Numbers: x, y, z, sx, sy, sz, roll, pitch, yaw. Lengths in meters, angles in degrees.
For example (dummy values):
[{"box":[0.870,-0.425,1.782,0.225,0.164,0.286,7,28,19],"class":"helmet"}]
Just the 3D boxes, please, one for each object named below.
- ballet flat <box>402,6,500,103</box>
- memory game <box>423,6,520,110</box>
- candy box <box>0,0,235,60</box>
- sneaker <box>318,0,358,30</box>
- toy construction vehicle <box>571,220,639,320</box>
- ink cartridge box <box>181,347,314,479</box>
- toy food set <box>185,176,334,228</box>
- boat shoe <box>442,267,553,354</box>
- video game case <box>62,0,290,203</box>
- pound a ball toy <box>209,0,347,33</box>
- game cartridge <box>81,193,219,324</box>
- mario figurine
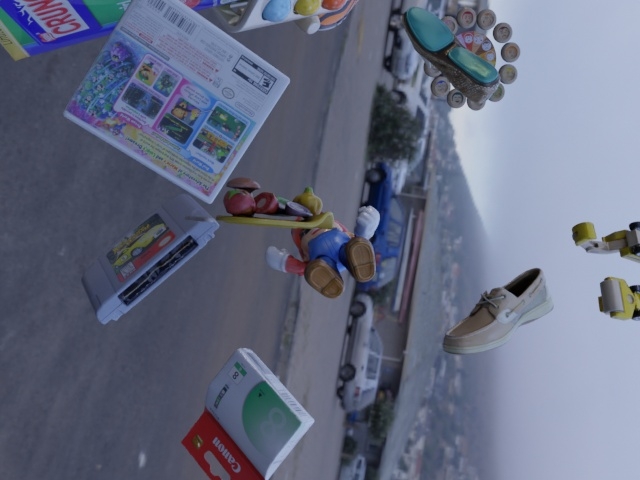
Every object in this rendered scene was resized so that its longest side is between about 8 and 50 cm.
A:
[{"box":[0.198,-0.288,1.153,0.073,0.206,0.067,-29,153,-19],"class":"ballet flat"},{"box":[0.275,-0.327,1.312,0.012,0.186,0.186,-131,-132,-76],"class":"memory game"},{"box":[-0.256,-0.345,0.842,0.268,0.317,0.122,139,-66,-82],"class":"candy box"},{"box":[0.081,-0.589,1.562,0.180,0.124,0.321,-22,-153,55],"class":"sneaker"},{"box":[0.223,0.032,0.517,0.035,0.098,0.086,-33,-126,52],"class":"toy construction vehicle"},{"box":[-0.140,0.327,1.239,0.225,0.181,0.056,-52,152,9],"class":"ink cartridge box"},{"box":[-0.085,-0.057,1.089,0.128,0.217,0.071,-171,-95,-72],"class":"toy food set"},{"box":[0.360,0.143,1.488,0.109,0.302,0.098,7,-65,56],"class":"boat shoe"},{"box":[-0.130,-0.133,0.670,0.143,0.157,0.019,-56,-160,4],"class":"video game case"},{"box":[-0.055,-0.415,1.249,0.319,0.136,0.208,-29,165,-47],"class":"pound a ball toy"},{"box":[-0.354,0.027,1.477,0.060,0.294,0.196,53,-9,-30],"class":"game cartridge"},{"box":[0.000,0.000,1.428,0.320,0.198,0.170,-132,-131,-75],"class":"mario figurine"}]
